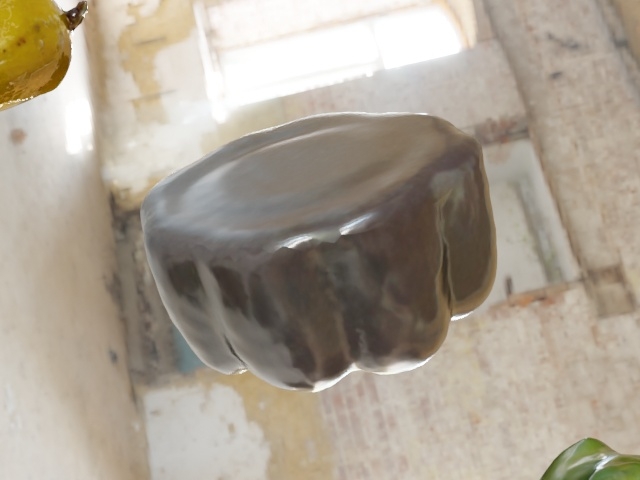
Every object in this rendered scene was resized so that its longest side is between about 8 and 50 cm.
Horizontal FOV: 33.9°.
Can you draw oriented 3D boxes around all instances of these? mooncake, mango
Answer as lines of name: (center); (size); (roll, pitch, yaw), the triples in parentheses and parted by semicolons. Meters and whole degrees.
mooncake: (0.000, 0.000, 0.880); (0.306, 0.306, 0.154); (-104, 177, -65)
mango: (-0.203, -0.084, 0.514); (0.101, 0.187, 0.066); (-108, 180, -69)

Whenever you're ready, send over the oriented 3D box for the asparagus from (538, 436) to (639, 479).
asparagus: (0.088, 0.149, 0.442); (0.085, 0.082, 0.343); (41, -20, 6)
